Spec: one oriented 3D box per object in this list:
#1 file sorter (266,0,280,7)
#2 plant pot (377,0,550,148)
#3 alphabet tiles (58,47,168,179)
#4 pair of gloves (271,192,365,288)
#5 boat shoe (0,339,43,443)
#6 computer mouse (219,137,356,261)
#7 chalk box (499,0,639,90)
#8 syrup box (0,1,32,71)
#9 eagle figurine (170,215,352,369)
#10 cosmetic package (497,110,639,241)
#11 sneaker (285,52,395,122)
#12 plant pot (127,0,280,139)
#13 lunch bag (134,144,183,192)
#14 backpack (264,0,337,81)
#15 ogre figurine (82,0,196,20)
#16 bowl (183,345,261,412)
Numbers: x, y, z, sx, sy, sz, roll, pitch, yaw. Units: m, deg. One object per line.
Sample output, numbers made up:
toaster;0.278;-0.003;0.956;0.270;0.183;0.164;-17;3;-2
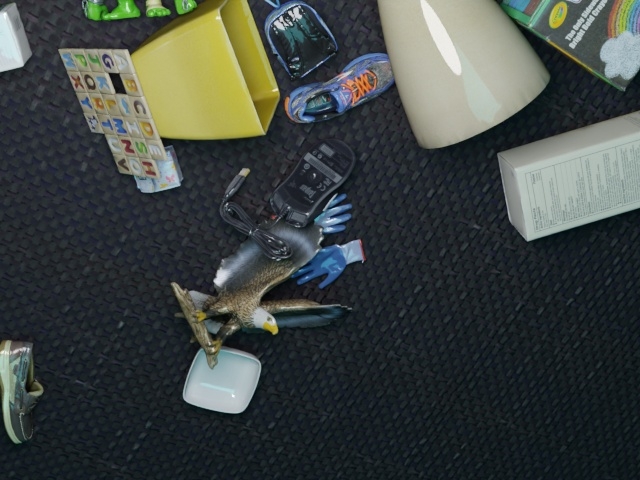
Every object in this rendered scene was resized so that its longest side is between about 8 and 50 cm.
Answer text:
file sorter;-0.053;-0.479;1.423;0.170;0.105;0.118;-35;145;25
plant pot;0.213;-0.339;1.499;0.256;0.256;0.274;-31;108;6
alphabet tiles;-0.349;-0.215;1.509;0.009;0.198;0.237;-39;125;-36
pair of gloves;0.000;0.000;1.729;0.159;0.023;0.198;-18;114;2
boat shoe;-0.586;0.300;1.741;0.073;0.080;0.224;-2;109;-2
computer mouse;-0.063;-0.096;1.647;0.184;0.060;0.262;32;78;17
chalk box;0.439;-0.422;1.527;0.289;0.179;0.180;29;107;-18
syrup box;-0.613;-0.316;1.463;0.236;0.093;0.096;-13;115;-2
eagle figurine;-0.113;0.114;1.684;0.298;0.225;0.226;-31;157;-21
cosmetic package;0.515;-0.127;1.700;0.309;0.113;0.160;-15;114;-1
sneaker;0.045;-0.263;1.586;0.221;0.087;0.083;-28;115;4
plant pot;-0.200;-0.283;1.486;0.187;0.212;0.212;-15;115;12
lunch bag;-0.302;-0.127;1.613;0.083;0.053;0.071;-11;113;6
backpack;-0.041;-0.356;1.534;0.105;0.084;0.114;-33;119;6
ogre figurine;-0.308;-0.428;1.459;0.197;0.097;0.118;7;110;37
bowl;-0.201;0.276;1.801;0.142;0.053;0.142;16;109;-14
